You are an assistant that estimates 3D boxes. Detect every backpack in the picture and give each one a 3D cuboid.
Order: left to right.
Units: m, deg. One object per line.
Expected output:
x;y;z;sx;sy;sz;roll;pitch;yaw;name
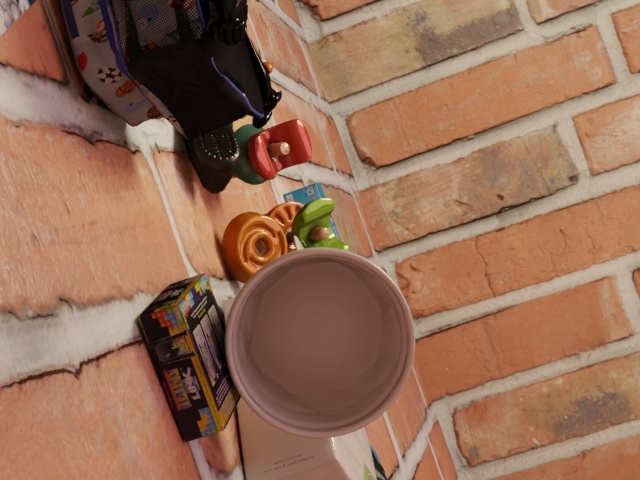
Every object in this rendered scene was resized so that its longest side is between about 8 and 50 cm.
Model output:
-0.174;-0.265;1.494;0.276;0.213;0.264;64;17;-73;backpack

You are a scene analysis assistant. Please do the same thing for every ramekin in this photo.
-0.003;0.107;1.472;0.109;0.207;0.207;-123;-167;-84;ramekin

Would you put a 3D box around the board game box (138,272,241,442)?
-0.134;0.121;1.420;0.170;0.048;0.141;-61;133;-80;board game box

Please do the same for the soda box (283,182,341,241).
0.000;0.000;2.496;0.071;0.067;0.210;-22;93;-82;soda box

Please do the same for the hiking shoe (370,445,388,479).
0.077;0.386;1.956;0.132;0.113;0.304;-89;159;-65;hiking shoe

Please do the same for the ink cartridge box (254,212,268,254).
-0.057;0.065;2.064;0.179;0.045;0.145;-105;170;-45;ink cartridge box

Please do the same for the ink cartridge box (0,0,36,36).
-0.319;-0.283;1.153;0.206;0.045;0.208;-88;156;-67;ink cartridge box

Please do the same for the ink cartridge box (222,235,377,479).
-0.027;0.192;1.697;0.207;0.119;0.354;61;14;-48;ink cartridge box

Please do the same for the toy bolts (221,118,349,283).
-0.099;-0.050;1.905;0.218;0.158;0.229;-22;101;-38;toy bolts

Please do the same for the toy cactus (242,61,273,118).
-0.159;-0.308;2.116;0.219;0.112;0.180;57;3;-25;toy cactus

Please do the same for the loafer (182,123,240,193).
-0.158;-0.140;1.824;0.220;0.080;0.078;-99;-160;-55;loafer
